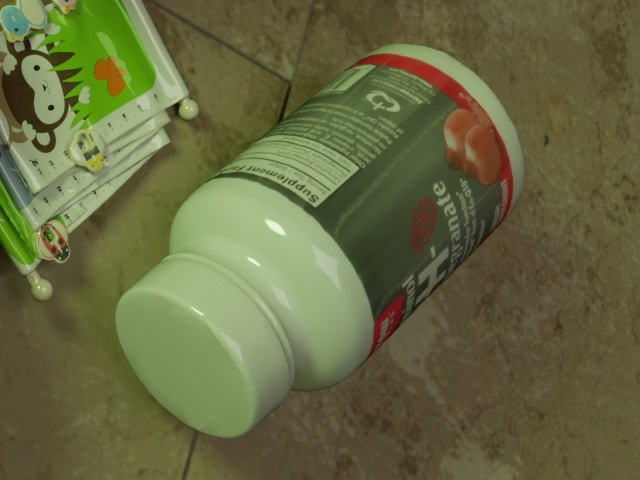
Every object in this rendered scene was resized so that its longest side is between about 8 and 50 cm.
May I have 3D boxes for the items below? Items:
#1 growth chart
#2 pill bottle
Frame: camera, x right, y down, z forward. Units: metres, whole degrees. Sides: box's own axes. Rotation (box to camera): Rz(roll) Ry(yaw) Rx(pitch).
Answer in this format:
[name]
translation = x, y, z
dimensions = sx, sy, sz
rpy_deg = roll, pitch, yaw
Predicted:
[growth chart]
translation = -0.180, -0.095, 1.086
dimensions = 0.172, 0.021, 0.237
rpy_deg = 57, 48, -24
[pill bottle]
translation = 0.000, 0.000, 1.142
dimensions = 0.318, 0.176, 0.176
rpy_deg = -42, 113, -35
